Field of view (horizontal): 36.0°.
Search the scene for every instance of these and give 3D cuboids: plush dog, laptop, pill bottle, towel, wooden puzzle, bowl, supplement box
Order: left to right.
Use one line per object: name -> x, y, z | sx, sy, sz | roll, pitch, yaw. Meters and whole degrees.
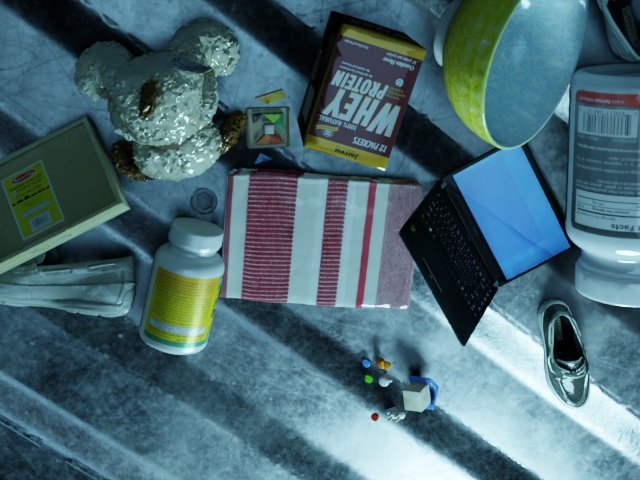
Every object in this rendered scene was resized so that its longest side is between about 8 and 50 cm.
plush dog -> -0.231, -0.187, 1.523 | 0.263, 0.210, 0.225 | -14, 135, 2
pill bottle -> -0.225, 0.073, 1.632 | 0.118, 0.117, 0.208 | 12, 107, -8
wooden puzzle -> -0.085, -0.185, 1.610 | 0.079, 0.014, 0.116 | -8, 109, -1
towel -> 0.000, 0.000, 1.669 | 0.329, 0.037, 0.237 | 4, 110, -4
supplement box -> 0.057, -0.234, 1.508 | 0.129, 0.194, 0.191 | 16, 107, -10
laptop -> 0.284, -0.001, 1.635 | 0.137, 0.264, 0.234 | -15, 113, 40
bowl -> 0.268, -0.299, 1.506 | 0.156, 0.289, 0.289 | 28, 110, 32
pill bottle -> 0.500, -0.092, 1.577 | 0.210, 0.210, 0.362 | -3, 107, -3

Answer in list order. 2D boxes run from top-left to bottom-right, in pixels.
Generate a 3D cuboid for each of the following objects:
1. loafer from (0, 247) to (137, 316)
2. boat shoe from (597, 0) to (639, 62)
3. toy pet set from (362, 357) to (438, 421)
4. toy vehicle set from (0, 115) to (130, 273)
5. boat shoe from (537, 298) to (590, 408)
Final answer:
loafer -> -0.462, 0.055, 1.622 | 0.320, 0.112, 0.111 | 7, 88, -4
boat shoe -> 0.466, -0.400, 1.539 | 0.096, 0.088, 0.267 | -20, 109, 3
toy pet set -> 0.146, 0.262, 1.768 | 0.114, 0.065, 0.122 | 2, 109, 32
toy vehicle set -> -0.453, -0.066, 1.562 | 0.267, 0.035, 0.166 | -26, 72, 4
boat shoe -> 0.436, 0.214, 1.755 | 0.078, 0.070, 0.219 | -19, 109, 2
